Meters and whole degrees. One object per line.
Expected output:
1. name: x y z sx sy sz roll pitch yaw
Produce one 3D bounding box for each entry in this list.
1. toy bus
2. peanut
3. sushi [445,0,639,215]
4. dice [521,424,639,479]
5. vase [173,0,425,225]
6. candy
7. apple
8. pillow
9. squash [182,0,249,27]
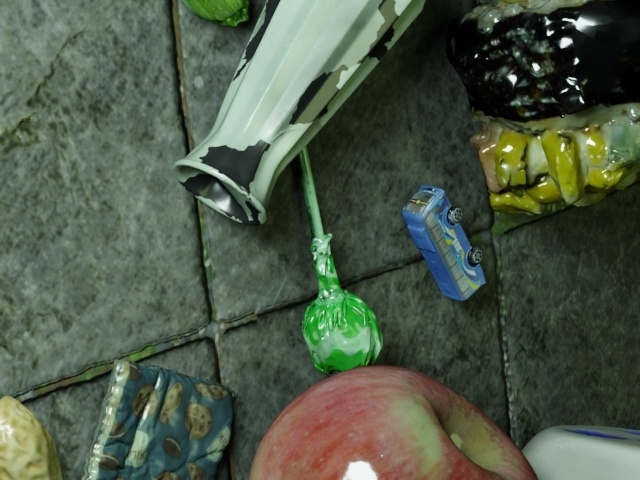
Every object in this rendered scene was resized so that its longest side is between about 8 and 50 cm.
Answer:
1. toy bus: 0.156 0.004 1.997 0.061 0.051 0.153 -46 125 -25
2. peanut: -0.291 0.245 1.552 0.093 0.083 0.194 -32 117 -40
3. sushi: 0.343 -0.182 1.978 0.328 0.328 0.285 -22 104 -47
4. dice: 0.418 0.381 1.972 0.304 0.304 0.277 6 88 -48
5. vase: -0.021 -0.194 1.735 0.165 0.165 0.360 46 67 -38
6. candy: -0.001 0.001 1.834 0.097 0.097 0.324 -20 100 -42
7. apple: 0.077 0.303 1.778 0.269 0.345 0.344 -46 136 16
8. pillow: -0.182 0.264 1.704 0.189 0.034 0.256 23 77 -46
9. squash: -0.144 -0.295 1.646 0.219 0.077 0.068 42 25 -41
